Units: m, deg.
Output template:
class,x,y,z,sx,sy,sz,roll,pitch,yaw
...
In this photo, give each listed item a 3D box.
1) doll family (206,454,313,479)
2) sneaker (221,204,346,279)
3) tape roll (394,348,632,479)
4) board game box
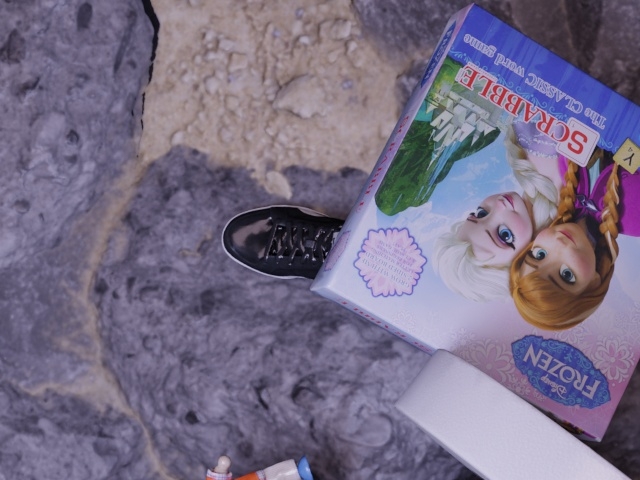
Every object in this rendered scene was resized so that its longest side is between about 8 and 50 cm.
class,x,y,z,sx,sy,sz,roll,pitch,yaw
doll family,-0.065,0.328,1.447,0.163,0.118,0.263,-18,98,-4
sneaker,0.000,0.000,1.473,0.216,0.121,0.079,10,81,6
tape roll,0.237,0.241,1.283,0.392,0.392,0.072,38,85,9
board game box,0.201,-0.015,1.424,0.318,0.066,0.318,29,80,-11
